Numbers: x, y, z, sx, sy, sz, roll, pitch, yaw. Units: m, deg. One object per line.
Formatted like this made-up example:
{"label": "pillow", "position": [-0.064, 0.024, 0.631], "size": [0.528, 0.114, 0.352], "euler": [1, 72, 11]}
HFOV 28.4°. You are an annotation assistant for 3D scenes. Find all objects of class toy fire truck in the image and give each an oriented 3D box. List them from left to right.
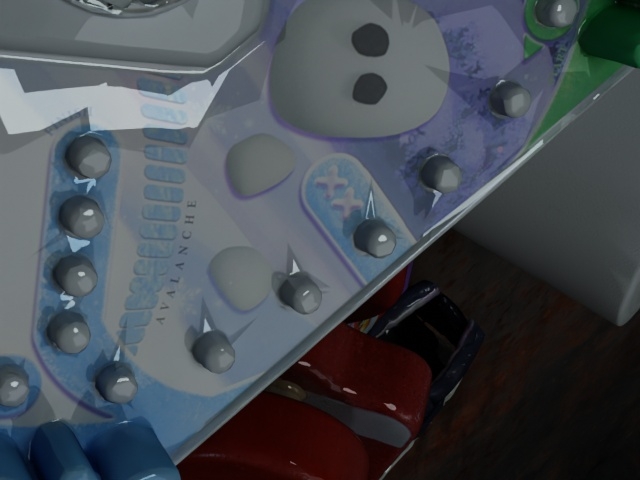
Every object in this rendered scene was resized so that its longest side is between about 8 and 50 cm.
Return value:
{"label": "toy fire truck", "position": [-0.098, 0.078, 0.674], "size": [0.254, 0.302, 0.169], "euler": [115, -10, -54]}

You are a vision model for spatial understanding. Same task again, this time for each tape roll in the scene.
{"label": "tape roll", "position": [0.193, -0.087, 0.851], "size": [0.246, 0.169, 0.246], "euler": [-49, 159, -26]}

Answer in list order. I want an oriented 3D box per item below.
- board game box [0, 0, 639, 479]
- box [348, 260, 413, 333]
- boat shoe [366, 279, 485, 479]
{"label": "board game box", "position": [-0.064, -0.116, 0.422], "size": [0.390, 0.050, 0.390], "euler": [-41, 120, -6]}
{"label": "box", "position": [0.000, 0.000, 0.854], "size": [0.201, 0.057, 0.293], "euler": [-46, 158, -31]}
{"label": "boat shoe", "position": [-0.002, 0.162, 1.042], "size": [0.340, 0.127, 0.158], "euler": [-47, 172, -13]}
